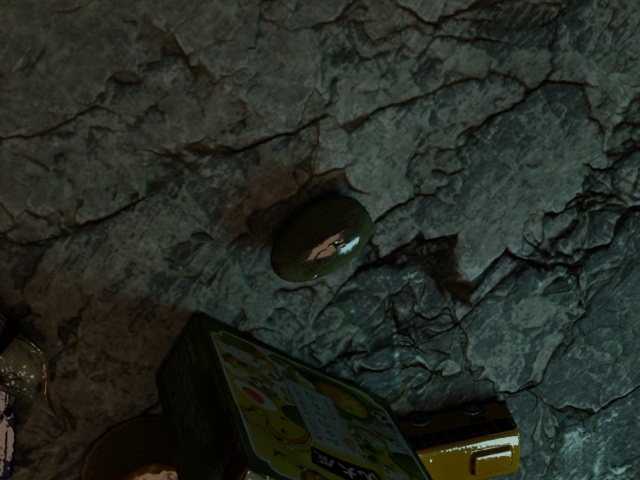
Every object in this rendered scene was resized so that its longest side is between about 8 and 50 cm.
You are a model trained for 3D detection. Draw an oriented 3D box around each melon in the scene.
[{"bbox_3d":[0.000,0.000,1.612,0.162,0.099,0.099,-35,120,1],"label":"melon"}]

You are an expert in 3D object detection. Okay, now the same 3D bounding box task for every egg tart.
[{"bbox_3d":[-0.252,0.384,1.679,0.215,0.171,0.215,-3,101,-15],"label":"egg tart"}]

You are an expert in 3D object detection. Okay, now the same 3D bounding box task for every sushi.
[{"bbox_3d":[-0.454,0.136,1.537,0.273,0.134,0.109,32,75,-20],"label":"sushi"}]

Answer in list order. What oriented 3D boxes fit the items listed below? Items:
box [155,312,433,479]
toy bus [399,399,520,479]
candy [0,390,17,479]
[{"bbox_3d":[-0.023,0.311,1.574,0.373,0.420,0.138,28,103,-25],"label":"box"},{"bbox_3d":[0.229,0.338,1.836,0.201,0.114,0.098,-9,118,-13],"label":"toy bus"},{"bbox_3d":[-0.575,0.281,1.595,0.275,0.070,0.145,1,106,-15],"label":"candy"}]
